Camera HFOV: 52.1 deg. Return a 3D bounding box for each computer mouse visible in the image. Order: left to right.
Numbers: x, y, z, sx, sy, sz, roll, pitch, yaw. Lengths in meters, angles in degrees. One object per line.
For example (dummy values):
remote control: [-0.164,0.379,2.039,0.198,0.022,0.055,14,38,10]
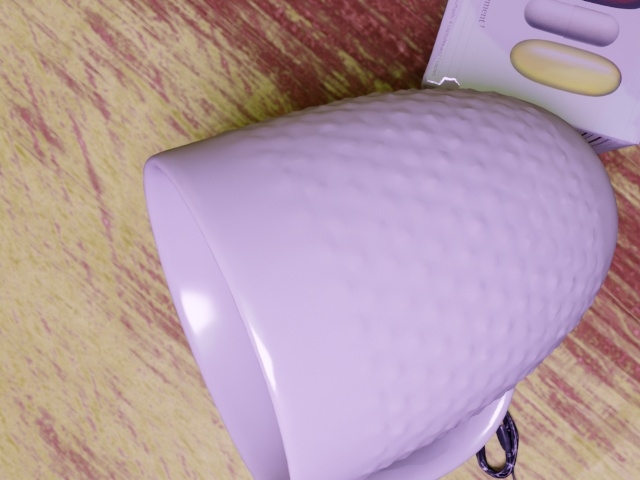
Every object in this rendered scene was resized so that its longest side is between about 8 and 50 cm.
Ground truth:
computer mouse: [0.236,0.300,0.737,0.071,0.041,0.242,-25,91,8]

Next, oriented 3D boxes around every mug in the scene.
mug: [0.069,0.058,0.558,0.328,0.276,0.374,-21,116,-20]

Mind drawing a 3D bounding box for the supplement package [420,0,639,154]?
supplement package: [0.222,-0.207,0.647,0.203,0.149,0.194,17,96,5]
